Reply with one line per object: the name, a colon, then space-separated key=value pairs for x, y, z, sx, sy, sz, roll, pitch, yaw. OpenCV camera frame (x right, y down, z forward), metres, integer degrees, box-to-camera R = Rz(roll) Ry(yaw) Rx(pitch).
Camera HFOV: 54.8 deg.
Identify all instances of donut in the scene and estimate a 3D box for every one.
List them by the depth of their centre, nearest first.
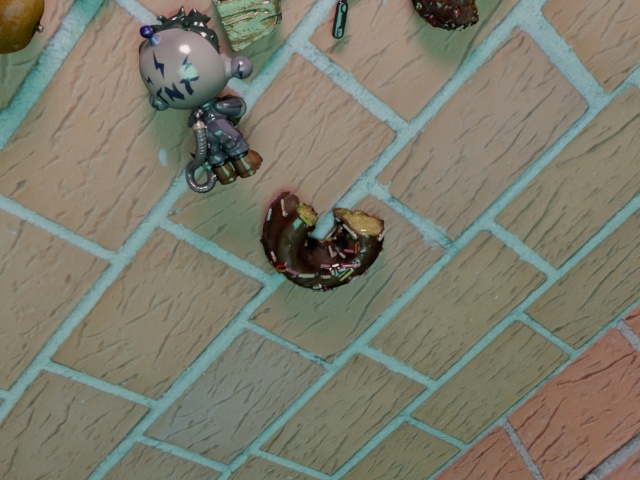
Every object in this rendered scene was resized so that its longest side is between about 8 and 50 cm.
donut: x=0.291 y=-0.595 z=1.379 sx=0.216 sy=0.096 sz=0.230 roll=3 pitch=122 yaw=-15
donut: x=-0.005 y=0.020 z=1.685 sx=0.345 sy=0.136 sz=0.259 roll=17 pitch=114 yaw=-23

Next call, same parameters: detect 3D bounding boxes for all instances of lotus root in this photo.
lotus root: x=-0.154 y=-0.495 z=1.336 sx=0.144 sy=0.070 sz=0.143 roll=-13 pitch=119 yaw=-2

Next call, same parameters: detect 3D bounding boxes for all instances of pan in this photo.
pan: x=0.055 y=-0.570 z=1.369 sx=0.136 sy=0.028 sz=0.235 roll=3 pitch=119 yaw=-17

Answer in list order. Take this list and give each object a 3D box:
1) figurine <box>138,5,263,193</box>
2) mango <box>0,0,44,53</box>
figurine: x=-0.254 y=-0.316 z=1.356 sx=0.261 sy=0.186 sz=0.381 roll=-22 pitch=121 yaw=11
mango: x=-0.681 y=-0.495 z=1.105 sx=0.384 sy=0.199 sz=0.221 roll=32 pitch=111 yaw=-29
